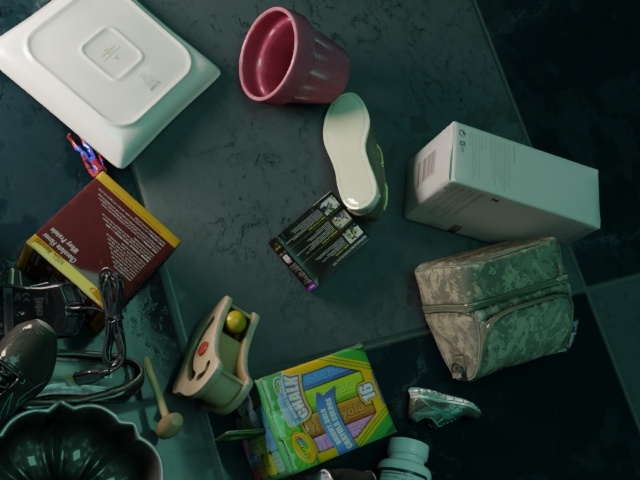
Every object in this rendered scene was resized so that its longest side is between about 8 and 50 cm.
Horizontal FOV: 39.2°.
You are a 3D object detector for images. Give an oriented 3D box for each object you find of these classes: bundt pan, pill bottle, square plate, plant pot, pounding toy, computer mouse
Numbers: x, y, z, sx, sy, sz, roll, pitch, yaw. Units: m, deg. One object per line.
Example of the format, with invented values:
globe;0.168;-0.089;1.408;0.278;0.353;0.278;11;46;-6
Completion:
bundt pan;-0.414;0.430;1.438;0.330;0.124;0.331;9;67;-23
pill bottle;0.151;0.477;1.701;0.108;0.108;0.194;23;62;-16
square plate;-0.416;-0.361;1.784;0.344;0.049;0.347;40;55;-4
plant pot;-0.044;-0.373;1.908;0.180;0.201;0.201;10;65;-38
pounding toy;-0.209;0.210;1.578;0.154;0.154;0.270;35;49;-22
computer mouse;-0.439;0.152;1.487;0.261;0.060;0.184;-9;86;2

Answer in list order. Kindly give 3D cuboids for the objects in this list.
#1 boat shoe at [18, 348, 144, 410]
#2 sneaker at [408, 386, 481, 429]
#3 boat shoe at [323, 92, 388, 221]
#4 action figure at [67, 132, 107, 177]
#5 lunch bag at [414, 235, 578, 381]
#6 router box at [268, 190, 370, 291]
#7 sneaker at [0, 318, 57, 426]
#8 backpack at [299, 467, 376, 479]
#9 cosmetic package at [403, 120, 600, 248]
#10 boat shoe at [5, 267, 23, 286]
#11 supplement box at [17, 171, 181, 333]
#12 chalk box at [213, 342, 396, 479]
boat shoe;-0.461;0.227;1.512;0.335;0.095;0.112;2;70;-25
sneaker;0.248;0.351;1.836;0.166;0.065;0.076;16;80;-16
boat shoe;0.079;-0.180;1.939;0.091;0.109;0.305;43;32;-54
action figure;-0.439;-0.159;1.717;0.038;0.030;0.115;-33;89;-37
lunch bag;0.381;0.143;1.898;0.305;0.212;0.256;-13;93;-29
router box;0.000;0.000;1.854;0.179;0.046;0.133;-40;91;-32
sneaker;-0.505;0.243;1.400;0.101;0.106;0.267;35;89;-4
backpack;0.003;0.530;1.539;0.191;0.225;0.254;4;66;-23
cosmetic package;0.401;-0.103;1.993;0.384;0.217;0.156;16;64;-17
boat shoe;-0.520;0.114;1.557;0.043;0.049;0.137;0;73;-29
supplement box;-0.395;0.023;1.605;0.191;0.129;0.194;42;58;-5
chalk box;-0.046;0.327;1.626;0.288;0.180;0.179;-16;77;-29
